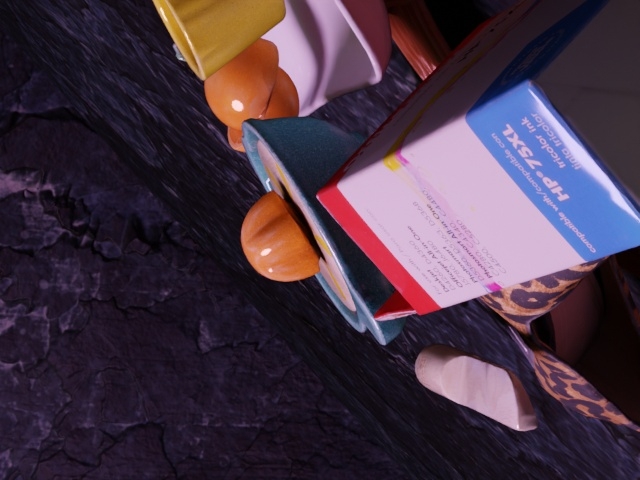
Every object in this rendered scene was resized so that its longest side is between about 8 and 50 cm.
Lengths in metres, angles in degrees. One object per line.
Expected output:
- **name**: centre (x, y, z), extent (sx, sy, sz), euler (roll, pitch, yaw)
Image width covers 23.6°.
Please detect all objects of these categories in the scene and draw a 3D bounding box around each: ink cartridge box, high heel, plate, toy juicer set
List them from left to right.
- **plate**: centre (-0.050, -0.209, 0.914), extent (0.277, 0.045, 0.278), euler (58, 171, -6)
- **toy juicer set**: centre (0.000, 0.000, 0.886), extent (0.329, 0.089, 0.209), euler (58, 172, 15)
- **ink cartridge box**: centre (0.089, -0.048, 0.659), extent (0.078, 0.134, 0.231), euler (48, 154, -9)
- **high heel**: centre (0.158, 0.041, 0.827), extent (0.186, 0.093, 0.261), euler (42, 171, -6)

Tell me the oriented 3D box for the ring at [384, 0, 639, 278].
- **ring**: centre (0.115, -0.085, 0.831), extent (0.336, 0.032, 0.336), euler (45, 170, 11)
